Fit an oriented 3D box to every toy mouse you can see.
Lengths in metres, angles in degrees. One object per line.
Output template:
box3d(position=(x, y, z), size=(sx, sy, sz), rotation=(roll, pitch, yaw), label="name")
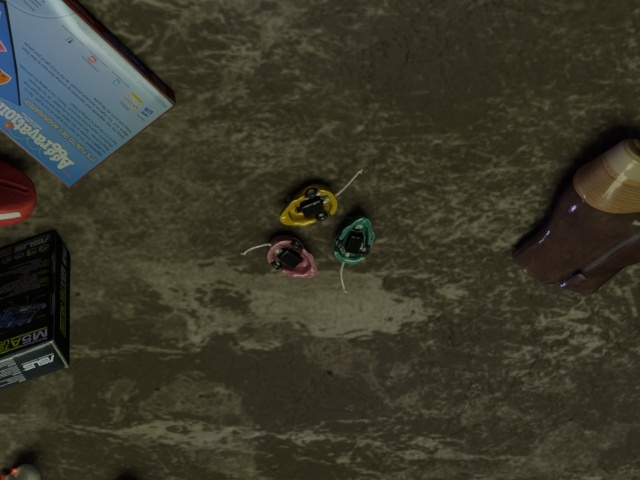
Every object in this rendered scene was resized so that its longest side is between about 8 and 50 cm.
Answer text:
box3d(position=(0.000, 0.000, 1.453), size=(0.161, 0.031, 0.143), rotation=(-25, 127, 9), label="toy mouse")

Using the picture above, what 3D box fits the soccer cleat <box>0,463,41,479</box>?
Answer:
box3d(position=(-0.360, 0.334, 1.626), size=(0.076, 0.068, 0.196), rotation=(11, 131, -24), label="soccer cleat")

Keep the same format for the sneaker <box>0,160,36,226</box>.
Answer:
box3d(position=(-0.389, -0.016, 1.350), size=(0.221, 0.087, 0.128), rotation=(4, 136, 2), label="sneaker")

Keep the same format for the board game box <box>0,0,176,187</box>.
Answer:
box3d(position=(-0.283, -0.179, 1.266), size=(0.145, 0.027, 0.281), rotation=(-36, 125, 15), label="board game box")

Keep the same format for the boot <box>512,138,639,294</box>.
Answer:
box3d(position=(0.362, -0.013, 1.497), size=(0.248, 0.090, 0.207), rotation=(16, 135, -23), label="boot")

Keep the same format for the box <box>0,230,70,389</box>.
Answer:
box3d(position=(-0.345, 0.085, 1.356), size=(0.191, 0.184, 0.045), rotation=(-19, 129, 3), label="box")
